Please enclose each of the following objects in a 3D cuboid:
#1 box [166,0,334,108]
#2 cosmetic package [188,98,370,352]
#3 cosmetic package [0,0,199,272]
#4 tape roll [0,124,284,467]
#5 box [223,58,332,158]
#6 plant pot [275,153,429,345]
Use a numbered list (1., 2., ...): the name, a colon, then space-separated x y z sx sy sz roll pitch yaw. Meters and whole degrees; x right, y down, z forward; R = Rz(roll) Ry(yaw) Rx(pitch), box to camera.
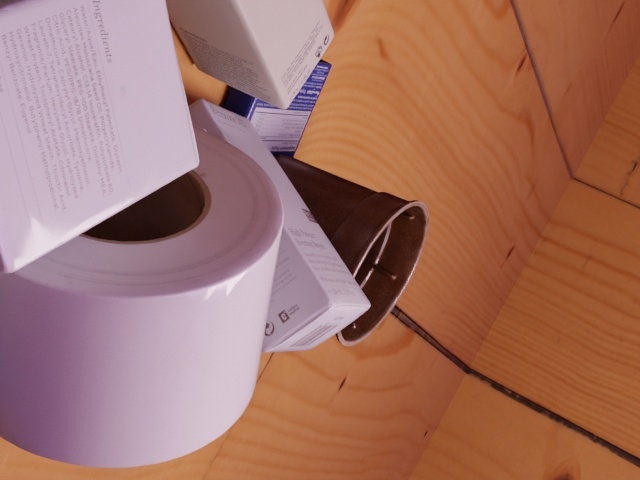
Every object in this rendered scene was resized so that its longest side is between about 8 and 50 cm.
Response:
1. box: -0.079 -0.229 0.976 0.094 0.113 0.275 -57 158 -15
2. cosmetic package: -0.060 -0.012 1.088 0.085 0.231 0.117 -35 166 14
3. cosmetic package: -0.202 -0.090 0.761 0.183 0.151 0.151 -35 124 -46
4. tape roll: -0.159 0.031 0.917 0.246 0.246 0.169 -37 147 -46
5. box: -0.071 -0.092 1.239 0.136 0.036 0.225 -7 121 -63
6. plant pot: 0.000 0.000 1.236 0.167 0.165 0.167 -47 153 -33
